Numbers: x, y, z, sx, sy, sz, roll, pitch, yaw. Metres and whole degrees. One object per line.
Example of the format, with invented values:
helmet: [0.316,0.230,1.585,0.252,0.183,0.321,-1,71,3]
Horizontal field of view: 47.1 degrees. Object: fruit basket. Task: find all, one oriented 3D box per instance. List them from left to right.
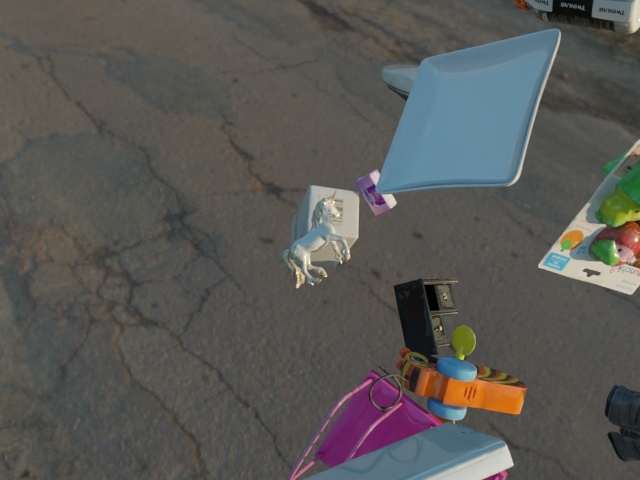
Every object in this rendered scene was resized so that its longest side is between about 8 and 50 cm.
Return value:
fruit basket: [0.704,-0.033,1.630,0.327,0.353,0.165,16,25,-28]

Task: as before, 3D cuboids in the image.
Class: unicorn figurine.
unicorn figurine: [0.000,0.000,1.250,0.162,0.060,0.111,-37,86,-7]

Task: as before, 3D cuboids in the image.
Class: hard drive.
hard drive: [0.071,0.320,0.962,0.308,0.040,0.203,-18,-3,-13]

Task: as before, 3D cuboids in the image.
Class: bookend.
bookend: [0.238,0.162,1.547,0.156,0.072,0.157,4,72,-51]

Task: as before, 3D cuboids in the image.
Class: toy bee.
toy bee: [0.214,0.237,1.330,0.298,0.195,0.162,31,4,-22]

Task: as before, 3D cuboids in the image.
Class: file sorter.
file sorter: [0.121,0.402,1.232,0.291,0.202,0.182,36,17,17]

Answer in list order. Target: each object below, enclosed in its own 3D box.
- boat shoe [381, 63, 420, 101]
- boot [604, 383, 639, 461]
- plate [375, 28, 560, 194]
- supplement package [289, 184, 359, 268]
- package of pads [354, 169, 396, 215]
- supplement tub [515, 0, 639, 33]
boat shoe: [0.252,-0.304,1.731,0.127,0.158,0.340,-13,32,-25]
boot: [0.669,0.415,1.359,0.118,0.338,0.223,-28,15,-40]
plate: [0.237,-0.192,1.174,0.045,0.277,0.278,35,-22,-36]
supplement package: [0.004,-0.024,1.508,0.105,0.179,0.105,7,66,-12]
package of pads: [0.111,-0.096,1.463,0.032,0.050,0.083,-38,98,-41]
supplement tub: [0.413,-0.396,1.152,0.190,0.117,0.117,18,33,28]
